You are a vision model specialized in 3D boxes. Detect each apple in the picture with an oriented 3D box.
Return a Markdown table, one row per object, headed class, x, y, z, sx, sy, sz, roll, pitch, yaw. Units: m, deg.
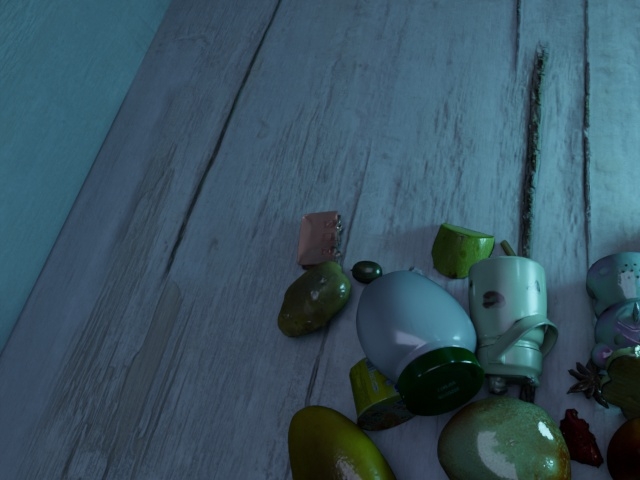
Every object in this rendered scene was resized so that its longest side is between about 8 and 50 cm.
| class | x | y | z | sx | sy | sz | roll | pitch | yaw |
| --- | --- | --- | --- | --- | --- | --- | --- | --- | --- |
| apple | 0.738 | 0.488 | 1.108 | 0.146 | 0.156 | 0.158 | 12 | 47 | 25 |

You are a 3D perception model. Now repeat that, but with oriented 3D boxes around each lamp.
| class | x | y | z | sx | sy | sz | roll | pitch | yaw |
| --- | --- | --- | --- | --- | --- | --- | --- | --- | --- |
| lamp | 0.792 | 0.172 | 1.213 | 0.246 | 0.248 | 0.301 | -5 | 53 | 18 |

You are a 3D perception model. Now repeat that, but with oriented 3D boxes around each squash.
| class | x | y | z | sx | sy | sz | roll | pitch | yaw |
| --- | --- | --- | --- | --- | --- | --- | --- | --- | --- |
| squash | 0.437 | 0.023 | 1.546 | 0.191 | 0.085 | 0.184 | 17 | 70 | 32 |

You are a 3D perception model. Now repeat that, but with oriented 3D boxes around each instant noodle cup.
| class | x | y | z | sx | sy | sz | roll | pitch | yaw |
| --- | --- | --- | --- | --- | --- | --- | --- | --- | --- |
| instant noodle cup | 0.173 | 0.421 | 1.375 | 0.204 | 0.205 | 0.153 | -28 | 48 | 7 |

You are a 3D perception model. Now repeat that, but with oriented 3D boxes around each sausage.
| class | x | y | z | sx | sy | sz | roll | pitch | yaw |
| --- | --- | --- | --- | --- | --- | --- | --- | --- | --- |
| sausage | 0.593 | 0.054 | 1.496 | 0.024 | 0.024 | 0.133 | -26 | 54 | 8 |

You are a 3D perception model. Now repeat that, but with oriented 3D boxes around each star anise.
| class | x | y | z | sx | sy | sz | roll | pitch | yaw |
| --- | --- | --- | --- | --- | --- | --- | --- | --- | --- |
| star anise | 0.700 | 0.354 | 1.260 | 0.124 | 0.056 | 0.129 | 19 | 65 | 5 |

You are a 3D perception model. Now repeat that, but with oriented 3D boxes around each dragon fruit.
| class | x | y | z | sx | sy | sz | roll | pitch | yaw |
| --- | --- | --- | --- | --- | --- | --- | --- | --- | --- |
| dragon fruit | 0.644 | 0.483 | 1.203 | 0.096 | 0.063 | 0.132 | 0 | 62 | 24 |

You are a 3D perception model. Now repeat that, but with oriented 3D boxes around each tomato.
| class | x | y | z | sx | sy | sz | roll | pitch | yaw |
| --- | --- | --- | --- | --- | --- | --- | --- | --- | --- |
| tomato | 0.440 | 0.525 | 1.162 | 0.303 | 0.239 | 0.304 | -8 | 61 | 15 |

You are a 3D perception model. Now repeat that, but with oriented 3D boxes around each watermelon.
| class | x | y | z | sx | sy | sz | roll | pitch | yaw |
| --- | --- | --- | --- | --- | --- | --- | --- | --- | --- |
| watermelon | 0.154 | 0.106 | 1.631 | 0.110 | 0.078 | 0.078 | 6 | 65 | 28 |

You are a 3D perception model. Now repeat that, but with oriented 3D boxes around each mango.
| class | x | y | z | sx | sy | sz | roll | pitch | yaw |
| --- | --- | --- | --- | --- | --- | --- | --- | --- | --- |
| mango | 0.048 | 0.637 | 1.277 | 0.302 | 0.220 | 0.445 | -57 | 45 | 22 |

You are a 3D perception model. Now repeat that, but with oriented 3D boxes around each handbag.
| class | x | y | z | sx | sy | sz | roll | pitch | yaw |
| --- | --- | --- | --- | --- | --- | --- | --- | --- | --- |
| handbag | 0.000 | 0.000 | 1.770 | 0.157 | 0.059 | 0.213 | -7 | 61 | 22 |

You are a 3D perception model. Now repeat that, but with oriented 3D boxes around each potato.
| class | x | y | z | sx | sy | sz | roll | pitch | yaw |
| --- | --- | --- | --- | --- | --- | --- | --- | --- | --- |
| potato | -0.025 | 0.198 | 1.620 | 0.296 | 0.141 | 0.191 | -49 | 53 | -5 |

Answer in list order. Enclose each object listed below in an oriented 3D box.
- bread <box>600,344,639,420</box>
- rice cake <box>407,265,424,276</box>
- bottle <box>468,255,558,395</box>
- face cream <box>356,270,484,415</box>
| class | x | y | z | sx | sy | sz | roll | pitch | yaw |
| --- | --- | --- | --- | --- | --- | --- | --- | --- | --- |
| bread | 0.781 | 0.351 | 1.131 | 0.286 | 0.208 | 0.056 | 26 | 40 | 4 |
| rice cake | 0.310 | 0.248 | 1.482 | 0.056 | 0.073 | 0.365 | -11 | 58 | 14 |
| bottle | 0.513 | 0.234 | 1.312 | 0.228 | 0.229 | 0.352 | -3 | 62 | 22 |
| face cream | 0.259 | 0.252 | 1.292 | 0.311 | 0.220 | 0.357 | -2 | 37 | -14 |
